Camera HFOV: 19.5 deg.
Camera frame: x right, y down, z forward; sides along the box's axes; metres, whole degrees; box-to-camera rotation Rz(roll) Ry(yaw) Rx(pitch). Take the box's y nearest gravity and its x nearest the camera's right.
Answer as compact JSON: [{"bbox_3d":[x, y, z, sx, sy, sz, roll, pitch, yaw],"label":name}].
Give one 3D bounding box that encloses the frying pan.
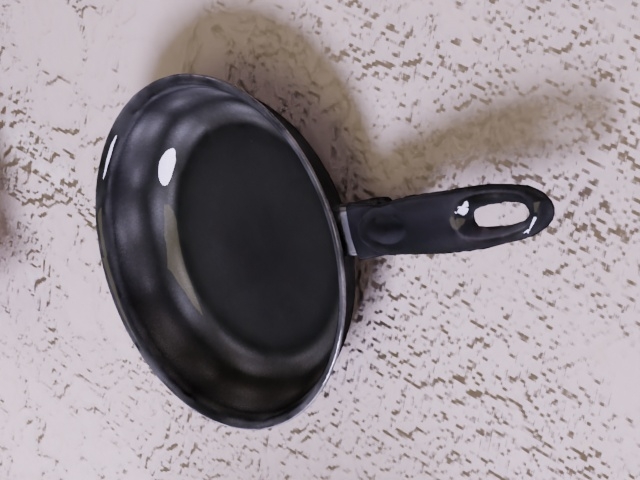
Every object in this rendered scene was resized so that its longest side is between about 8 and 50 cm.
[{"bbox_3d":[-0.015,-0.024,0.965,0.326,0.053,0.197,-40,74,45],"label":"frying pan"}]
